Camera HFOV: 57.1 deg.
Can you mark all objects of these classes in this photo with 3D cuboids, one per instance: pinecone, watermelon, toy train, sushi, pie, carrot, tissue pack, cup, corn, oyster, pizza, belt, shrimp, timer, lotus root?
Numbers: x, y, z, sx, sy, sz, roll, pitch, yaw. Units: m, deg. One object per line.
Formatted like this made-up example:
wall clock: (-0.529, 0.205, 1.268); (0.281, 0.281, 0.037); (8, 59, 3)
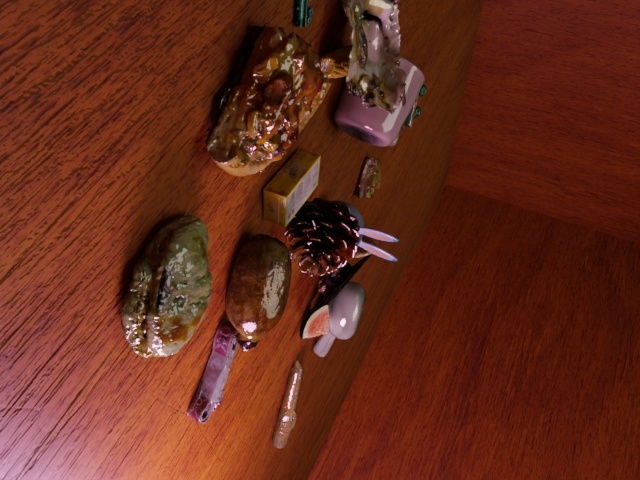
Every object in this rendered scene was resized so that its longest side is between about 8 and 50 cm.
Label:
pinecone: (0.000, 0.000, 1.487); (0.208, 0.208, 0.207); (20, 90, -73)
watermelon: (-0.006, 0.270, 1.931); (0.135, 0.094, 0.125); (-54, 169, 12)
toy train: (0.292, -0.484, 2.056); (0.136, 0.091, 0.227); (-36, 144, -45)
sushi: (0.044, 0.122, 1.867); (0.264, 0.050, 0.290); (-46, -178, -32)
pie: (-0.246, 0.086, 0.996); (0.201, 0.090, 0.247); (-28, 132, -62)
carrot: (-0.108, 0.569, 2.035); (0.070, 0.070, 0.342); (-26, 132, -67)
tissue pack: (-0.066, -0.125, 1.371); (0.095, 0.062, 0.176); (95, 21, -46)
cup: (0.138, -0.370, 1.580); (0.200, 0.192, 0.253); (-66, -164, -2)
corn: (0.051, -0.423, 1.394); (0.206, 0.067, 0.067); (-43, 148, -57)
oyster: (0.109, -0.470, 1.362); (0.201, 0.107, 0.354); (-9, 101, -39)
pizza: (-0.081, -0.264, 1.103); (0.409, 0.114, 0.277); (-51, 160, -53)
belt: (-0.234, 0.296, 1.337); (0.071, 0.053, 0.232); (30, 80, -74)
shrimp: (0.070, -0.010, 1.864); (0.296, 0.169, 0.058); (-118, -153, -65)
timer: (0.079, -0.005, 1.674); (0.175, 0.255, 0.175); (-36, 154, -21)
toy train: (-0.034, -0.461, 1.153); (0.045, 0.029, 0.092); (-44, 151, -42)
pizza: (0.170, -0.201, 2.037); (0.161, 0.063, 0.182); (-58, 161, -31)
lotus root: (-0.139, 0.115, 1.296); (0.145, 0.128, 0.260); (10, 90, -53)

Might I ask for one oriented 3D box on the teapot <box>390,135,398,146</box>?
teapot: (0.232, -0.370, 2.034); (0.064, 0.064, 0.083); (-43, 144, -45)

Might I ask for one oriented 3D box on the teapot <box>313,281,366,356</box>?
teapot: (0.060, 0.292, 2.095); (0.220, 0.149, 0.318); (-17, 124, -80)
